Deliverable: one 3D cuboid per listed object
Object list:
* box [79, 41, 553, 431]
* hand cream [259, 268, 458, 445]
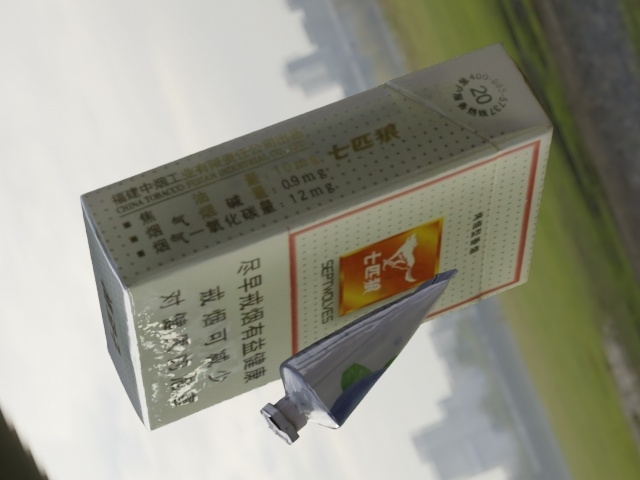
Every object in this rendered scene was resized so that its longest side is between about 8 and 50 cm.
[{"bbox_3d":[0.000,0.001,1.450,0.210,0.330,0.095,90,157,-57],"label":"box"},{"bbox_3d":[0.024,0.070,1.204,0.053,0.142,0.084,52,166,-3],"label":"hand cream"}]
